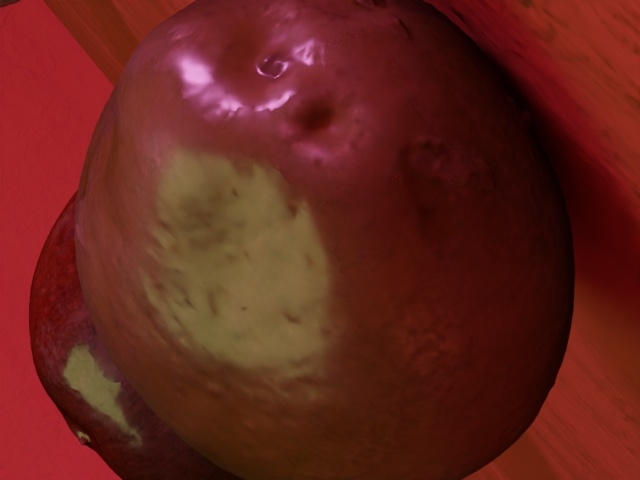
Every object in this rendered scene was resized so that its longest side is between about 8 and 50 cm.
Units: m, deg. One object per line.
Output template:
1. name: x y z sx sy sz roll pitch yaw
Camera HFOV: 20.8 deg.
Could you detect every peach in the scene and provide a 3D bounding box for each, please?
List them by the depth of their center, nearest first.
1. peach: -0.066 0.050 1.121 0.252 0.252 0.252 52 175 6

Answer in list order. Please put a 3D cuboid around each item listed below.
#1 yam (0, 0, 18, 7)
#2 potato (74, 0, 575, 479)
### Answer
1. yam: -0.401 -0.367 1.750 0.304 0.168 0.168 52 176 28
2. potato: 0.000 0.000 0.590 0.178 0.160 0.235 14 152 7
